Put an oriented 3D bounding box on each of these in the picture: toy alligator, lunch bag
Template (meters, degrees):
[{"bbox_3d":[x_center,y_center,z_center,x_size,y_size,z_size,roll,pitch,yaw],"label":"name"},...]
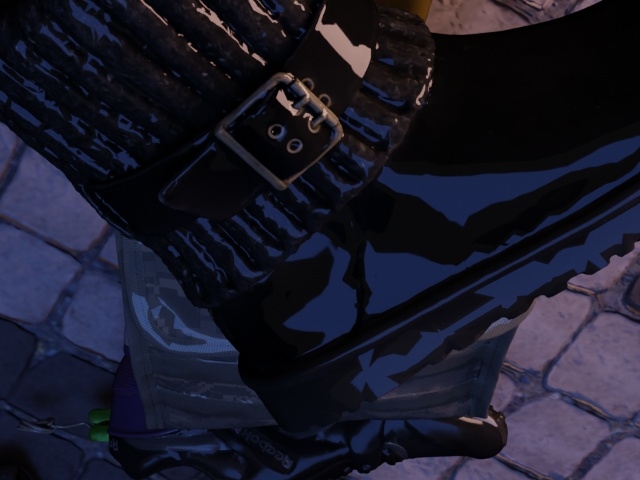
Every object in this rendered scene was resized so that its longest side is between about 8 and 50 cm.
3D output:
[{"bbox_3d":[-0.134,0.133,1.117,0.190,0.056,0.051,8,84,0],"label":"toy alligator"},{"bbox_3d":[0.000,0.000,0.870,0.235,0.169,0.287,-2,152,-3],"label":"lunch bag"}]

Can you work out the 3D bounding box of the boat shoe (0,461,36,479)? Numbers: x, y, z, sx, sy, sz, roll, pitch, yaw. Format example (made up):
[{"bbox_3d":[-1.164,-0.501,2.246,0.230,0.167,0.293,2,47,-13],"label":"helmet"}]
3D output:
[{"bbox_3d":[-0.229,0.275,1.202,0.069,0.081,0.227,-15,120,19],"label":"boat shoe"}]

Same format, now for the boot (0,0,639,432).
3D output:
[{"bbox_3d":[0.035,-0.092,0.669,0.348,0.131,0.260,-35,108,5],"label":"boot"}]

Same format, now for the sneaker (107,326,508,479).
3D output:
[{"bbox_3d":[-0.012,0.143,1.053,0.283,0.107,0.124,11,88,5],"label":"sneaker"}]

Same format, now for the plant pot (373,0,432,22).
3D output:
[{"bbox_3d":[-0.026,-0.208,0.781,0.212,0.212,0.187,-4,138,7],"label":"plant pot"}]
